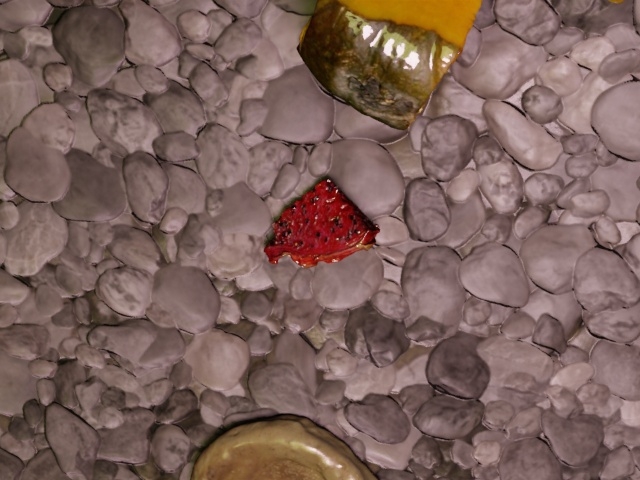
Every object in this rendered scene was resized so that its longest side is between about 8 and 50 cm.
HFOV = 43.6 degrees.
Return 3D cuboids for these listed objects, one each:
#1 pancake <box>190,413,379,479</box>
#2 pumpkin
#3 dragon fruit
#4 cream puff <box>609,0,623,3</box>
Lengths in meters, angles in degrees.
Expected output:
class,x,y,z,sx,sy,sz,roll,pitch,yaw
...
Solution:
class,x,y,z,sx,sy,sz,roll,pitch,yaw
pancake,-0.042,0.368,1.074,0.294,0.049,0.295,3,110,8
pumpkin,0.095,-0.250,0.756,0.139,0.190,0.281,30,111,0
dragon fruit,0.002,0.000,0.944,0.131,0.063,0.097,-37,67,20
cream puff,0.294,-0.280,0.784,0.083,0.083,0.058,20,67,14
